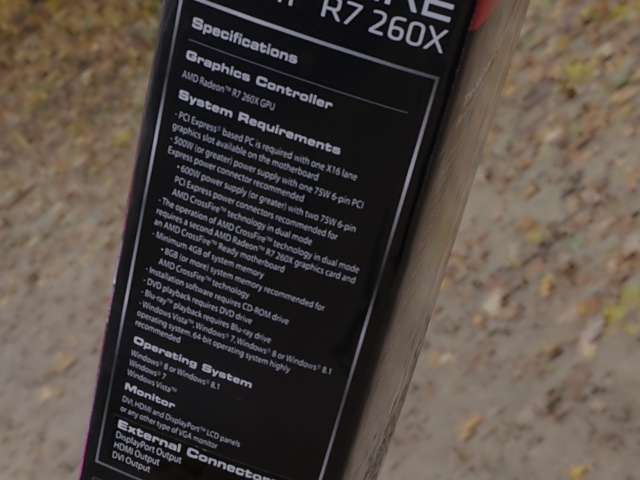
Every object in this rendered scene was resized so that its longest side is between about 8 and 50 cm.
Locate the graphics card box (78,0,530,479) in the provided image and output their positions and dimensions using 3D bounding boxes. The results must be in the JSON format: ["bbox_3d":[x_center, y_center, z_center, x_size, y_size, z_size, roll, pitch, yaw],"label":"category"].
[{"bbox_3d":[0.000,0.000,0.600,0.233,0.094,0.371,-62,-12,-55],"label":"graphics card box"}]
